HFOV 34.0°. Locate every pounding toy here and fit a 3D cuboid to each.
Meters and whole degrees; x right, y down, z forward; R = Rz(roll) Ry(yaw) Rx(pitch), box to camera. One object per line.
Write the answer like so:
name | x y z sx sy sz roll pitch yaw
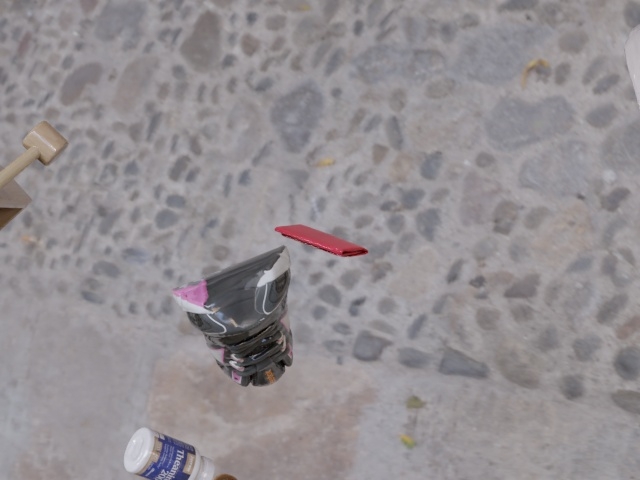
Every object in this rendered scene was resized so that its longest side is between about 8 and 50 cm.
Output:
pounding toy | -0.350 -0.058 1.022 0.206 0.181 0.094 -43 92 0

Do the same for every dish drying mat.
dish drying mat | 0.000 0.000 0.859 0.083 0.032 0.008 19 110 45

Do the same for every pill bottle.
pill bottle | -0.213 0.316 1.492 0.067 0.120 0.067 -37 38 35

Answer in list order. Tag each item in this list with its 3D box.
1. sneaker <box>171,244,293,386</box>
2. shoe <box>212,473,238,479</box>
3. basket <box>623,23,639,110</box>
sneaker | -0.040 0.051 0.631 0.072 0.178 0.077 -23 89 -3
shoe | -0.122 0.474 1.638 0.058 0.076 0.219 -51 54 41
basket | 0.208 -0.042 0.376 0.103 0.167 0.113 -24 76 50
